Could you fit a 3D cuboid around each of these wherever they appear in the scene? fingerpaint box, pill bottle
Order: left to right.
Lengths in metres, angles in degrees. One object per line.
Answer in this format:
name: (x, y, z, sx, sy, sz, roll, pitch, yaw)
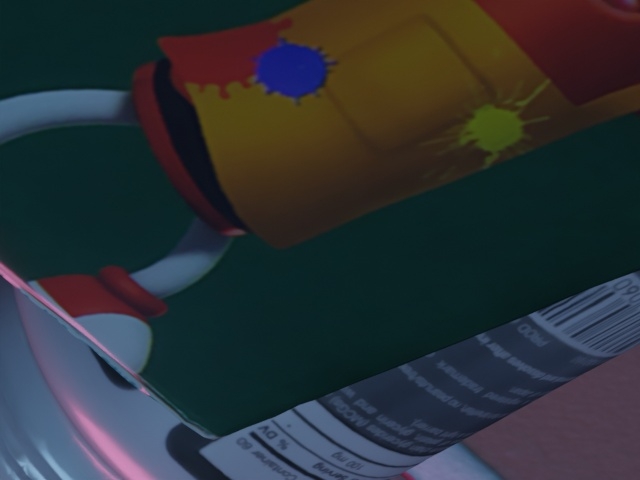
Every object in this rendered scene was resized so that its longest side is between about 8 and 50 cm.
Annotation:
pill bottle: (0.000, 0.000, 0.815, 0.363, 0.210, 0.210, -32, 126, 24)
fingerpaint box: (0.095, -0.222, 0.428, 0.371, 0.445, 0.163, -25, 130, 27)
